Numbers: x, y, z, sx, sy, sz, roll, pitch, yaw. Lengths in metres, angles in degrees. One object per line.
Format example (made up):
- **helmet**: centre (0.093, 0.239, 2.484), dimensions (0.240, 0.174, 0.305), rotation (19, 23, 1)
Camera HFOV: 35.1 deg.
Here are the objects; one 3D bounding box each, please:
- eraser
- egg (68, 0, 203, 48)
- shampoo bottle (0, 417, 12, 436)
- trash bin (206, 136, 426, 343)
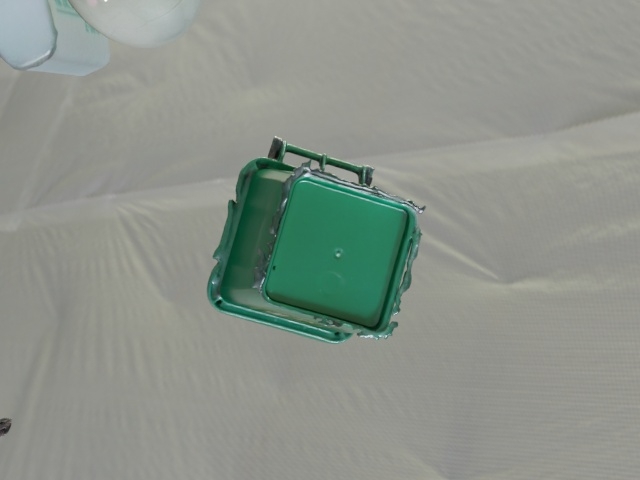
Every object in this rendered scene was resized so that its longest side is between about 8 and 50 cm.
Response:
- **eraser**: centre (-0.393, -0.326, 1.414), dimensions (0.104, 0.189, 0.290), rotation (-28, -174, 6)
- **egg**: centre (-0.194, -0.283, 1.055), dimensions (0.151, 0.209, 0.151), rotation (-5, -111, 12)
- **shampoo bottle**: centre (-0.665, 0.273, 1.687), dimensions (0.153, 0.284, 0.071), rotation (-35, -141, 43)
- **trash bin**: centre (0.000, 0.000, 1.477), dimensions (0.381, 0.259, 0.295), rotation (-178, -76, -78)
